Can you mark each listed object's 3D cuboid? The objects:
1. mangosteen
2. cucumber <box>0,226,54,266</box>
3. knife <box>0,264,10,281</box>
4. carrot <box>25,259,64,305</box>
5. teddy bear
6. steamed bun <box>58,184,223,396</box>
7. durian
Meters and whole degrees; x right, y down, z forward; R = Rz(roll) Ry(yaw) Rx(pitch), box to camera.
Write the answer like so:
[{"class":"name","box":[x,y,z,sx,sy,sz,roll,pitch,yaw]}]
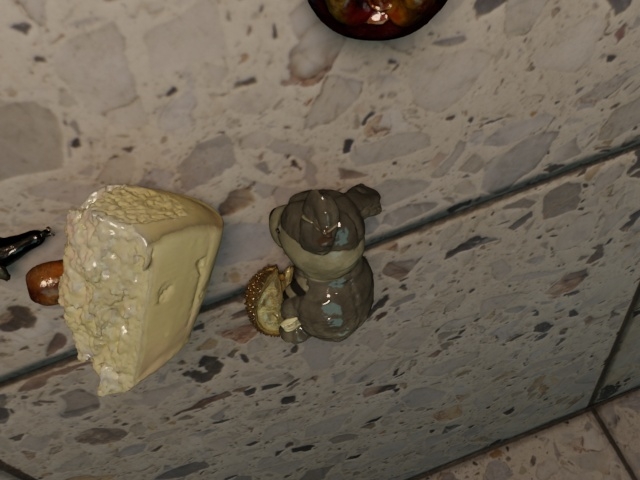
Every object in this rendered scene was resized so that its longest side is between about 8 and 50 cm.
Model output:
[{"class":"mangosteen","box":[0.055,-0.244,0.607,0.152,0.153,0.153,-15,144,-11]},{"class":"cucumber","box":[-0.387,0.017,0.804,0.163,0.043,0.039,-26,102,0]},{"class":"knife","box":[-0.448,-0.001,0.738,0.222,0.021,0.046,20,106,-31]},{"class":"carrot","box":[-0.293,0.040,0.874,0.161,0.055,0.055,-16,145,-21]},{"class":"teddy bear","box":[0.008,0.005,0.931,0.171,0.144,0.251,-37,138,-42]},{"class":"steamed bun","box":[-0.228,0.047,0.780,0.200,0.170,0.226,-35,146,-66]},{"class":"durian","box":[-0.071,0.092,1.036,0.110,0.071,0.140,-33,125,-24]}]
